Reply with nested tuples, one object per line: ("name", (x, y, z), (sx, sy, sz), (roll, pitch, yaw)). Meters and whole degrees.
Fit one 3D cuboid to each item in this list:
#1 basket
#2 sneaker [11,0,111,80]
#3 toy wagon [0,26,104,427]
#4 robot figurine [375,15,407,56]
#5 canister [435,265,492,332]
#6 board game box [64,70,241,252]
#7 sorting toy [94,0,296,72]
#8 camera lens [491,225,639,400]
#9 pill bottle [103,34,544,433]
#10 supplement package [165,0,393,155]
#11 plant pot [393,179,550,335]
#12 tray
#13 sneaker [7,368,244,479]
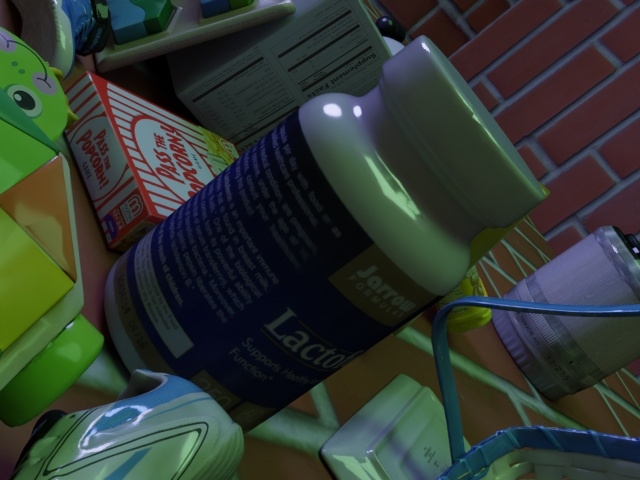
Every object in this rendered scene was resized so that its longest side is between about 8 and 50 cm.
("basket", (0.217, 0.185, 0.609), (0.201, 0.255, 0.288), (-9, 96, -54))
("sneaker", (-0.209, -0.178, 0.675), (0.085, 0.058, 0.152), (18, 31, -46))
("toy wagon", (-0.202, -0.026, 0.310), (0.267, 0.068, 0.344), (49, 34, -11))
("robot figurine", (0.124, -0.275, 1.464), (0.209, 0.174, 0.278), (57, 18, 13))
("canister", (0.176, 0.025, 1.105), (0.126, 0.073, 0.169), (-88, 159, -67))
("board game box", (-0.117, -0.043, 0.669), (0.193, 0.045, 0.146), (20, 37, -58))
("sorting toy", (-0.141, -0.256, 0.790), (0.038, 0.193, 0.208), (76, -6, -47))
("camera lens", (0.467, 0.124, 1.389), (0.219, 0.274, 0.219), (45, 20, -21))
("pill bottle", (0.000, 0.000, 0.520), (0.153, 0.265, 0.153), (45, 20, -21))
("supplement package", (-0.059, -0.243, 0.893), (0.145, 0.204, 0.261), (49, 15, -47))
("plant pot", (0.096, -0.046, 0.896), (0.187, 0.212, 0.212), (46, 6, 2))
("tray", (0.093, 0.206, 0.736), (0.145, 0.030, 0.270), (56, 19, 8))
("sneaker", (-0.115, 0.122, 0.338), (0.086, 0.085, 0.237), (29, 18, 12))
